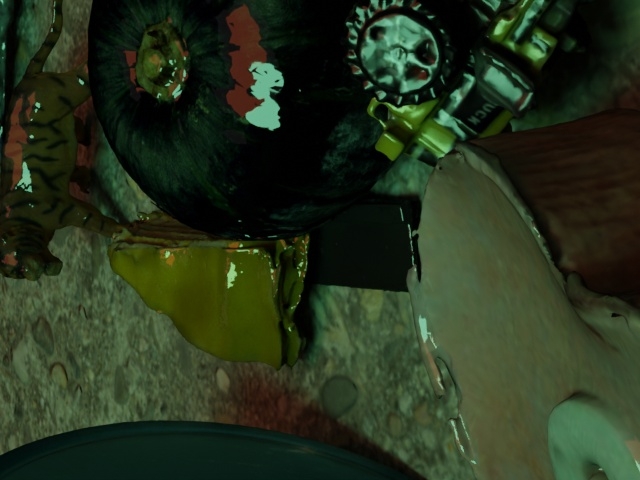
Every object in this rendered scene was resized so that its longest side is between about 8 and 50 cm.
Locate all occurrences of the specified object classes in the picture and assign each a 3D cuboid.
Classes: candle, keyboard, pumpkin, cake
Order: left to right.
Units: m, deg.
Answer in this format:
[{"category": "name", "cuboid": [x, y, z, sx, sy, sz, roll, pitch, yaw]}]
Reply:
[{"category": "cake", "cuboid": [-0.081, 0.007, 1.000, 0.185, 0.080, 0.116, 50, 141, 36]}, {"category": "pumpkin", "cuboid": [-0.042, -0.115, 0.892, 0.233, 0.163, 0.233, 8, 100, 50]}, {"category": "keyboard", "cuboid": [0.000, 0.000, 0.968, 0.195, 0.018, 0.060, 4, 103, 52]}, {"category": "candle", "cuboid": [0.163, 0.101, 0.655, 0.317, 0.131, 0.287, -131, 32, -56]}]

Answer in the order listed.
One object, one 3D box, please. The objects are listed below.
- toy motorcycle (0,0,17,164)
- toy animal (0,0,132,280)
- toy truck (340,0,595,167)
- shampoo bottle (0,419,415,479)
[{"category": "toy motorcycle", "cuboid": [-0.389, -0.213, 1.316, 0.241, 0.182, 0.319, -5, 90, 52]}, {"category": "toy animal", "cuboid": [-0.213, -0.100, 1.153, 0.114, 0.116, 0.255, 15, 104, 49]}, {"category": "toy truck", "cuboid": [0.111, -0.161, 0.726, 0.111, 0.136, 0.286, 33, 122, 3]}, {"category": "shampoo bottle", "cuboid": [-0.075, 0.328, 0.834, 0.331, 0.331, 0.342, 32, 118, 47]}]
